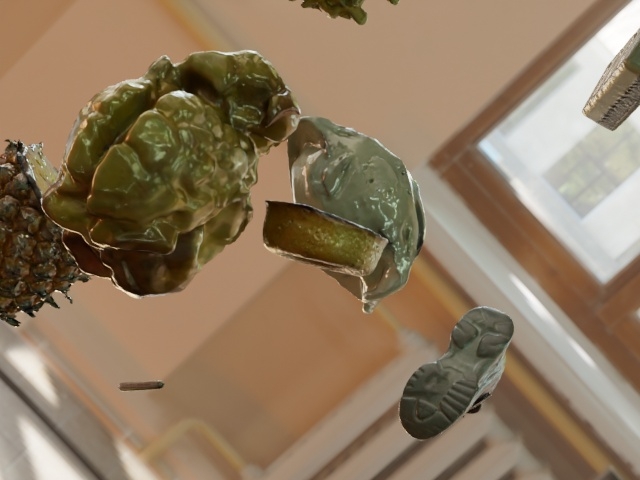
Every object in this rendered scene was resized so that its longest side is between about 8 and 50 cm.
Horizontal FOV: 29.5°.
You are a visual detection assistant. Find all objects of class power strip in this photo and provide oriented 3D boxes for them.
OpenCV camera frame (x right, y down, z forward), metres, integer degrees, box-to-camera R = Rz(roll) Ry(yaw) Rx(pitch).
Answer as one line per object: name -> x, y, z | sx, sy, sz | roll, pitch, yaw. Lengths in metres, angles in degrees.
power strip -> 0.460, -0.246, 1.794 | 0.070, 0.105, 0.256 | 32, -11, 5

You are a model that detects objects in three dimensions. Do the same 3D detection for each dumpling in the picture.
dumpling -> 0.049, -0.040, 1.924 | 0.318, 0.187, 0.243 | 61, -28, 16

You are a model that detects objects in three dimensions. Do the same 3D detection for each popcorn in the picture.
popcorn -> -0.179, -0.089, 1.397 | 0.225, 0.332, 0.265 | 52, 9, 21

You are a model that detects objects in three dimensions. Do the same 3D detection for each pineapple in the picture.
pineapple -> -0.614, -0.002, 2.407 | 0.352, 0.300, 0.352 | 53, 8, -11

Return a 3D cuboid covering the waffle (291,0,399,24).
waffle -> 0.032, -0.499, 2.092 | 0.261, 0.250, 0.056 | 18, 41, 14

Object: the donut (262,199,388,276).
donut -> 0.000, 0.000, 1.415 | 0.152, 0.058, 0.152 | 16, -5, 1

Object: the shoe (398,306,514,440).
shoe -> 0.150, 0.156, 1.293 | 0.071, 0.169, 0.099 | 27, -26, 28

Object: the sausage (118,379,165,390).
sausage -> -0.277, 0.224, 1.874 | 0.015, 0.100, 0.015 | 14, 72, -51
